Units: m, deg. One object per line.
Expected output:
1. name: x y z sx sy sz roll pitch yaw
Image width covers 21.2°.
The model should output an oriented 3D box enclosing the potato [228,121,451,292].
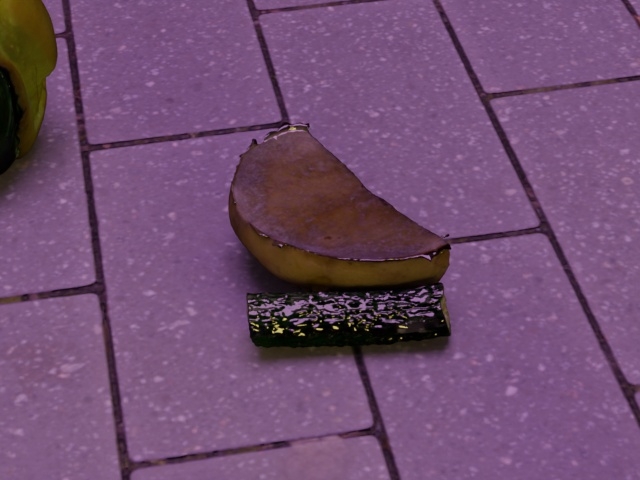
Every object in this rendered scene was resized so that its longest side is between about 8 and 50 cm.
1. potato: 0.000 0.000 1.617 0.138 0.098 0.243 -26 46 -26

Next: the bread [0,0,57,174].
1. bread: -0.455 -0.199 1.799 0.377 0.251 0.208 10 22 20

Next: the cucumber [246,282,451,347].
1. cucumber: 0.026 0.069 1.555 0.187 0.058 0.058 -2 37 -2
